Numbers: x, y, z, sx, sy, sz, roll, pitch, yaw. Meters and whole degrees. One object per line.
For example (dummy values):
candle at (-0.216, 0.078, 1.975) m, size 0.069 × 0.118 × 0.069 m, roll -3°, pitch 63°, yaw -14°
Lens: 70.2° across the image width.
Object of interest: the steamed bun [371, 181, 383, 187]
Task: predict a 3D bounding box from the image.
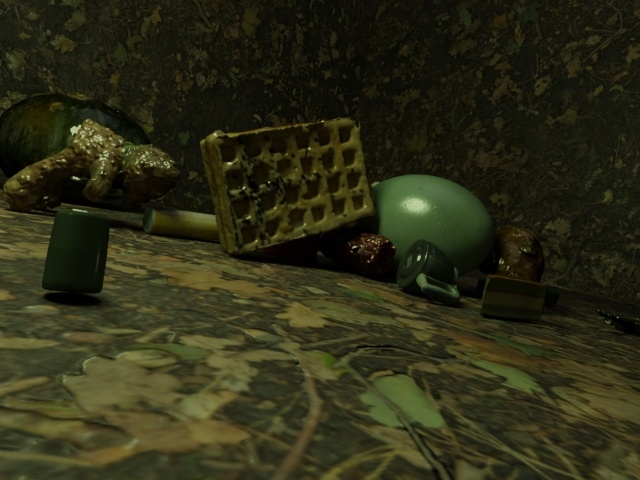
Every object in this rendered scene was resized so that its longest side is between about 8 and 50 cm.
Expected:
steamed bun at (0.271, -0.037, 1.627) m, size 0.272 × 0.290 × 0.273 m, roll 30°, pitch 4°, yaw 31°

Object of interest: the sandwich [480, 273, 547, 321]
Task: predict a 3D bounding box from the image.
sandwich at (0.333, 0.103, 0.879) m, size 0.163 × 0.079 × 0.113 m, roll 9°, pitch 2°, yaw -28°

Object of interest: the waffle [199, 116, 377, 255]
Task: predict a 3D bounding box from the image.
waffle at (-0.058, -0.130, 1.002) m, size 0.377 × 0.260 × 0.114 m, roll -14°, pitch 11°, yaw -32°

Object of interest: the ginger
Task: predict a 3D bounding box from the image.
ginger at (0.485, 0.050, 1.173) m, size 0.165 × 0.172 × 0.321 m, roll 8°, pitch 13°, yaw 16°

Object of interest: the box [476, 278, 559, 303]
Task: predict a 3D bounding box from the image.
box at (0.580, 0.149, 1.332) m, size 0.161 × 0.042 × 0.226 m, roll 15°, pitch 5°, yaw 43°

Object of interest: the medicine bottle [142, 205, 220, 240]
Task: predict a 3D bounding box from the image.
medicine bottle at (-0.302, -0.036, 1.080) m, size 0.218 × 0.073 × 0.074 m, roll 7°, pitch 6°, yaw -42°

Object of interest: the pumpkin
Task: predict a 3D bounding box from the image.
pumpkin at (-0.777, -0.294, 1.458) m, size 0.455 × 0.343 × 0.454 m, roll 6°, pitch 5°, yaw -1°

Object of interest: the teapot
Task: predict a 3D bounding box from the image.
teapot at (0.229, 0.066, 0.914) m, size 0.108 × 0.111 × 0.149 m, roll 25°, pitch -6°, yaw -12°

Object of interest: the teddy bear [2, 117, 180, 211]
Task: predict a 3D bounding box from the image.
teddy bear at (-0.479, -0.125, 1.000) m, size 0.222 × 0.296 × 0.246 m, roll 47°, pitch -1°, yaw -15°

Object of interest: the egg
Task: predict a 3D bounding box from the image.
egg at (0.251, -0.032, 1.175) m, size 0.389 × 0.275 × 0.276 m, roll 14°, pitch 4°, yaw 41°

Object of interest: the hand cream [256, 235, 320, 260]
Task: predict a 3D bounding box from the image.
hand cream at (-0.103, -0.039, 1.186) m, size 0.231 × 0.149 × 0.230 m, roll 12°, pitch 6°, yaw -1°

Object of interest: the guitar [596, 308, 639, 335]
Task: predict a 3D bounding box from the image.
guitar at (0.688, 0.188, 1.026) m, size 0.271 × 0.038 × 0.084 m, roll 13°, pitch 1°, yaw -37°

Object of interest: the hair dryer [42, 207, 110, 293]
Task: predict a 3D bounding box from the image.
hair dryer at (-0.243, 0.016, 0.445) m, size 0.047 × 0.071 × 0.150 m, roll 12°, pitch -13°, yaw -33°

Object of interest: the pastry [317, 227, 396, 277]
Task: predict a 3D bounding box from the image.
pastry at (0.086, 0.023, 1.093) m, size 0.097 × 0.115 × 0.209 m, roll -31°, pitch 28°, yaw -29°
